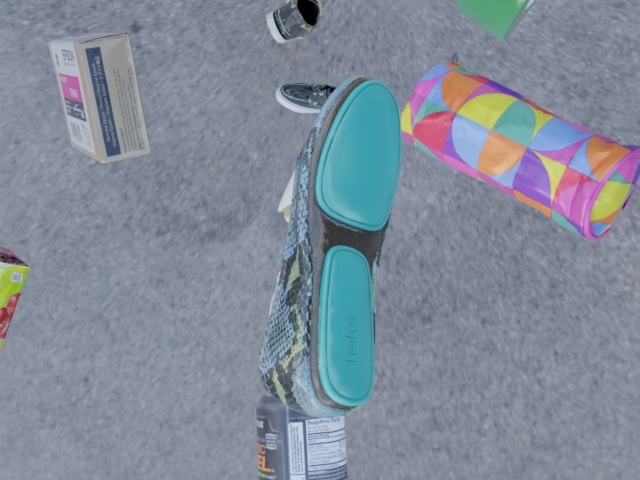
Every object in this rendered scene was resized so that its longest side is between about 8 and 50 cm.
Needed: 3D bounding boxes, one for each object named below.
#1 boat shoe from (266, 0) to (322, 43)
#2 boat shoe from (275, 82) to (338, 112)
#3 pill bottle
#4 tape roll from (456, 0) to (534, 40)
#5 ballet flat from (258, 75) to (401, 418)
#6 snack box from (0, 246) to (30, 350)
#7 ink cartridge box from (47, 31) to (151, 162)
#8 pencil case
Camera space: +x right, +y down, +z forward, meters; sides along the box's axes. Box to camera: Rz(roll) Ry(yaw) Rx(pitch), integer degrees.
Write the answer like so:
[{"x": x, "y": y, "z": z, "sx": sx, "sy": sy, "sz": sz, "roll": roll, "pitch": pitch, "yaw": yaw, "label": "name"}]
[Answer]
[{"x": -0.032, "y": -0.432, "z": 1.593, "sx": 0.068, "sy": 0.228, "sz": 0.081, "roll": -20, "pitch": 108, "yaw": 24, "label": "boat shoe"}, {"x": 0.005, "y": -0.215, "z": 1.242, "sx": 0.142, "sy": 0.049, "sz": 0.040, "roll": 10, "pitch": 149, "yaw": -12, "label": "boat shoe"}, {"x": -0.027, "y": 0.298, "z": 1.205, "sx": 0.130, "sy": 0.130, "sz": 0.246, "roll": -3, "pitch": 84, "yaw": 4, "label": "pill bottle"}, {"x": 0.294, "y": -0.405, "z": 1.036, "sx": 0.077, "sy": 0.321, "sz": 0.321, "roll": 36, "pitch": 108, "yaw": 4, "label": "tape roll"}, {"x": 0.000, "y": 0.000, "z": 0.448, "sx": 0.070, "sy": 0.070, "sz": 0.188, "roll": 10, "pitch": 68, "yaw": -1, "label": "ballet flat"}, {"x": -0.432, "y": 0.080, "z": 0.856, "sx": 0.207, "sy": 0.070, "sz": 0.175, "roll": 14, "pitch": 99, "yaw": -45, "label": "snack box"}, {"x": -0.370, "y": -0.242, "z": 1.378, "sx": 0.088, "sy": 0.234, "sz": 0.193, "roll": -17, "pitch": 109, "yaw": -24, "label": "ink cartridge box"}, {"x": 0.186, "y": -0.091, "z": 0.787, "sx": 0.236, "sy": 0.104, "sz": 0.104, "roll": 37, "pitch": 114, "yaw": 35, "label": "pencil case"}]
